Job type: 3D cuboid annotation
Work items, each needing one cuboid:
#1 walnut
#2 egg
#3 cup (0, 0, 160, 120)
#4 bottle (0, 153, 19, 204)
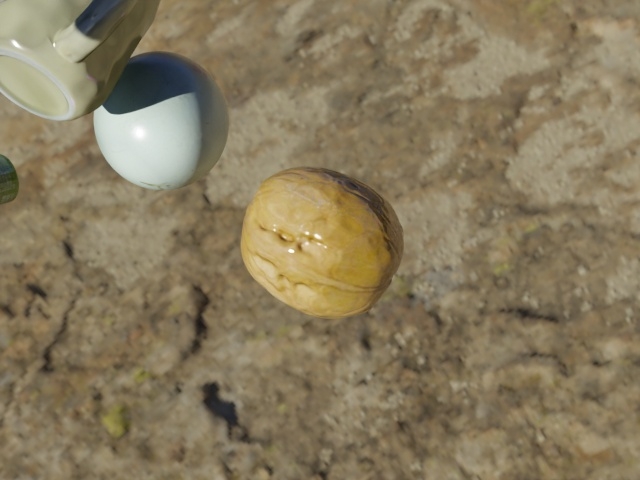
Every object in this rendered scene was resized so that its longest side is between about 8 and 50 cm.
[{"bbox_3d":[0.000,0.000,1.620,0.221,0.195,0.195,26,59,15],"label":"walnut"},{"bbox_3d":[-0.220,-0.169,1.673,0.183,0.183,0.264,-32,25,1],"label":"egg"},{"bbox_3d":[-0.278,-0.261,1.478,0.255,0.173,0.202,7,58,35],"label":"cup"},{"bbox_3d":[-0.675,-0.070,2.077,0.093,0.093,0.330,3,17,40],"label":"bottle"}]
